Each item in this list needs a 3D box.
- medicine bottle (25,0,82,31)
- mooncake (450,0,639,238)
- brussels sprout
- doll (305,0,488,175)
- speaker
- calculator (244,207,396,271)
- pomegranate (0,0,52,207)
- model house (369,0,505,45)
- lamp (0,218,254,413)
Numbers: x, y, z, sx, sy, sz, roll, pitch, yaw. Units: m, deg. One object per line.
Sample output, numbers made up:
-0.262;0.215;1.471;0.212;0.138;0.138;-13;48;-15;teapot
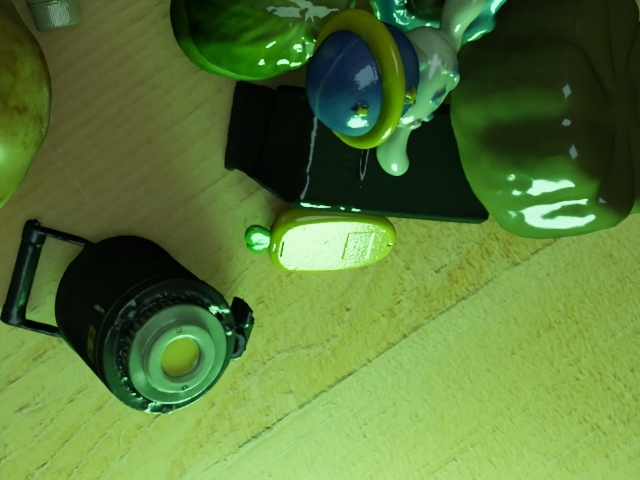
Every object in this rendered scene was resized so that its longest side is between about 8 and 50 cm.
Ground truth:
-0.388;-0.416;1.619;0.114;0.114;0.252;-14;106;-9;medicine bottle
0.370;-0.193;1.725;0.378;0.200;0.379;-4;95;-47;mooncake
-0.077;-0.330;1.641;0.271;0.210;0.220;10;94;20;brussels sprout
0.074;-0.202;1.579;0.242;0.159;0.311;-40;154;-37;doll
0.071;-0.142;1.793;0.388;0.184;0.180;4;105;-25;speaker
0.000;0.000;1.816;0.234;0.032;0.146;-2;142;-10;calculator
-0.538;-0.184;1.523;0.411;0.411;0.412;-3;105;-12;pomegranate
0.181;-0.416;1.637;0.215;0.303;0.237;21;54;-6;model house
-0.262;0.117;1.701;0.374;0.272;0.205;15;99;-15;lamp
